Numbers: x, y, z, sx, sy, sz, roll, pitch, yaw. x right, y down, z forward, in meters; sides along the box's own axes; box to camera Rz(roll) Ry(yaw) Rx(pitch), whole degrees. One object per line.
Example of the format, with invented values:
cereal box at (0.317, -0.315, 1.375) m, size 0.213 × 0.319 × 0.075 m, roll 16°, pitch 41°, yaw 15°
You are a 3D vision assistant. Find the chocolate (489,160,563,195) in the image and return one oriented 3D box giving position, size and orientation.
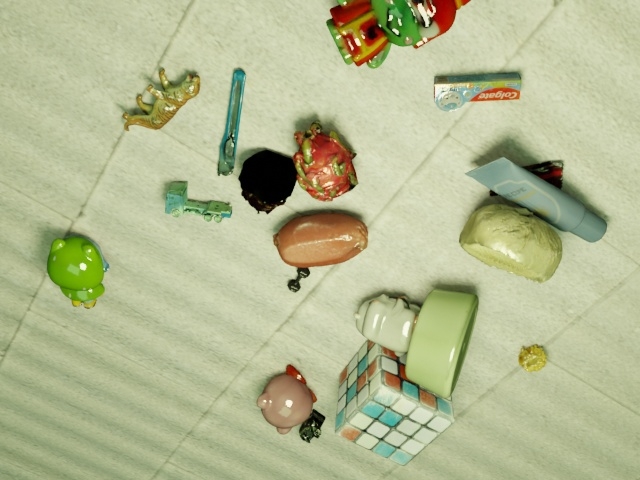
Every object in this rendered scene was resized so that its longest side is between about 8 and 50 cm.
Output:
chocolate at (0.509, -0.150, 1.647) m, size 0.182 × 0.028 × 0.086 m, roll -6°, pitch 126°, yaw 7°

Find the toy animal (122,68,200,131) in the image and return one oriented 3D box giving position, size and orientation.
toy animal at (-0.388, -0.330, 1.603) m, size 0.099 × 0.057 × 0.241 m, roll 40°, pitch 118°, yaw -20°

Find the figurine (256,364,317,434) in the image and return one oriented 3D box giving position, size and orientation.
figurine at (-0.107, 0.504, 2.069) m, size 0.173 × 0.173 × 0.173 m, roll 3°, pitch 124°, yaw 4°

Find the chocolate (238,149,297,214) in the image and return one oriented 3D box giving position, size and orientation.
chocolate at (-0.143, -0.131, 1.688) m, size 0.156 × 0.156 × 0.133 m, roll 18°, pitch 153°, yaw -6°

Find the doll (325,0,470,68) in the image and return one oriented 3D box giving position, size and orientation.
doll at (0.190, -0.494, 1.369) m, size 0.362 × 0.160 × 0.183 m, roll -22°, pitch 120°, yaw 17°

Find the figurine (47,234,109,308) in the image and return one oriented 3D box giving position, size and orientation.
figurine at (-0.684, 0.095, 1.880) m, size 0.162 × 0.143 × 0.263 m, roll 15°, pitch 135°, yaw 3°

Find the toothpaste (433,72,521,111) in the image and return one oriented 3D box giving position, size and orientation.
toothpaste at (0.359, -0.341, 1.524) m, size 0.193 × 0.044 × 0.070 m, roll -1°, pitch 125°, yaw 7°

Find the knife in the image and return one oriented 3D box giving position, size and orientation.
knife at (-0.221, -0.281, 1.637) m, size 0.044 × 0.026 × 0.297 m, roll 19°, pitch 125°, yaw 8°

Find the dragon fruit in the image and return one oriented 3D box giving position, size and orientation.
dragon fruit at (0.010, -0.193, 1.601) m, size 0.160 × 0.166 × 0.172 m, roll 21°, pitch 149°, yaw 40°

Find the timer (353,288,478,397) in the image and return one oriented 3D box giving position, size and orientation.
timer at (0.247, 0.244, 1.827) m, size 0.315 × 0.291 × 0.291 m, roll 17°, pitch 126°, yaw 18°

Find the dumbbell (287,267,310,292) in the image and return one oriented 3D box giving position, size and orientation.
dumbbell at (-0.061, 0.109, 1.876) m, size 0.036 × 0.040 × 0.083 m, roll 42°, pitch 123°, yaw 14°

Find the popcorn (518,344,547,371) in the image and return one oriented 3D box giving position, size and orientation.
popcorn at (0.622, 0.345, 1.942) m, size 0.082 × 0.083 × 0.057 m, roll 4°, pitch 165°, yaw 42°

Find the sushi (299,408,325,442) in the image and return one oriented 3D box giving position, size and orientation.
sushi at (-0.033, 0.619, 2.189) m, size 0.056 × 0.085 × 0.083 m, roll 40°, pitch 120°, yaw -19°

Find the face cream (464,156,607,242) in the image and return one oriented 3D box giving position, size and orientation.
face cream at (0.542, -0.099, 1.619) m, size 0.385 × 0.087 × 0.135 m, roll 25°, pitch 159°, yaw -21°

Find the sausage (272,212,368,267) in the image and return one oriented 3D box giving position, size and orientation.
sausage at (0.000, 0.000, 1.741) m, size 0.254 × 0.148 × 0.148 m, roll -5°, pitch 123°, yaw 5°

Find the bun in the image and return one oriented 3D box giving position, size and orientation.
bun at (0.475, -0.003, 1.635) m, size 0.259 × 0.259 × 0.152 m, roll 25°, pitch 85°, yaw -11°

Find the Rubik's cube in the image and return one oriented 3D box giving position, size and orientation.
Rubik's cube at (0.214, 0.457, 1.952) m, size 0.256 × 0.253 × 0.259 m, roll 27°, pitch 124°, yaw -13°

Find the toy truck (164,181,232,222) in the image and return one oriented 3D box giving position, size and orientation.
toy truck at (-0.319, -0.100, 1.744) m, size 0.175 × 0.067 × 0.081 m, roll 9°, pitch 123°, yaw 0°
